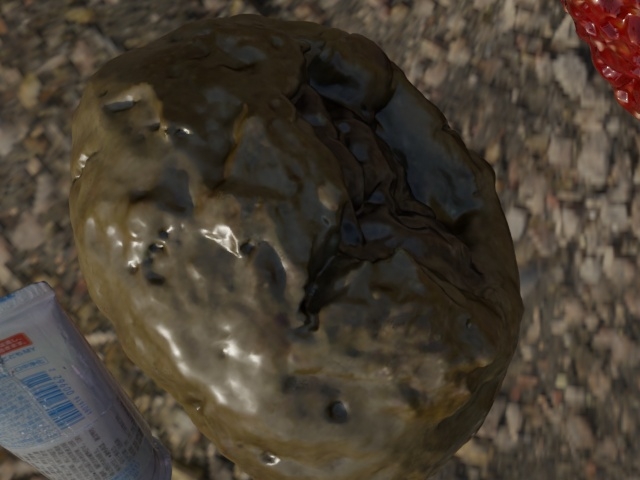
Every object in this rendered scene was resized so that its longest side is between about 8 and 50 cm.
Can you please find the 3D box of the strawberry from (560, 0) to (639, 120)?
[{"bbox_3d":[0.295,-0.226,1.386,0.292,0.292,0.343,-40,109,17],"label":"strawberry"}]

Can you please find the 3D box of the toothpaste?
[{"bbox_3d":[-0.138,0.087,0.981,0.089,0.234,0.057,-24,62,4],"label":"toothpaste"}]

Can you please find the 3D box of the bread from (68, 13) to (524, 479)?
[{"bbox_3d":[0.000,0.000,0.807,0.123,0.230,0.230,-36,98,23],"label":"bread"}]
